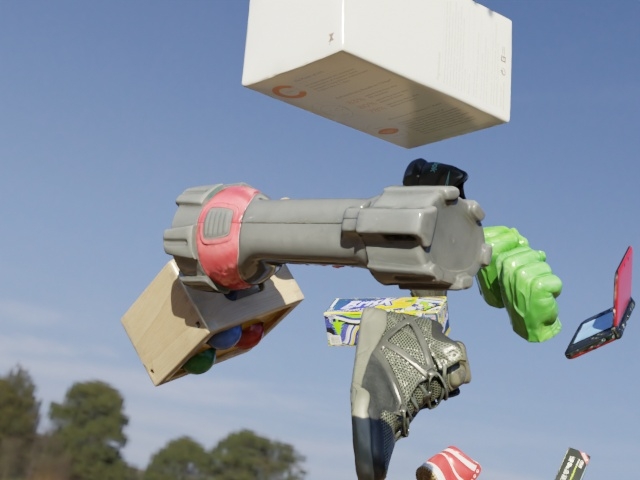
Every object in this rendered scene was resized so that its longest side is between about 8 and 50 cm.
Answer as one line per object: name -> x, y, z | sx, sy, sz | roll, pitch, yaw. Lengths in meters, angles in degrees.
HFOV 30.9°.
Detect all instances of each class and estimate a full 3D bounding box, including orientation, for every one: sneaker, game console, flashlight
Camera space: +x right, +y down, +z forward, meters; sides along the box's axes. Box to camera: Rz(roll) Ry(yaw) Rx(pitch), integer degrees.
sneaker -> 0.197, -0.002, 1.920 | 0.106, 0.267, 0.101 | 4, 22, 25
sneaker -> 0.146, 0.275, 1.226 | 0.042, 0.067, 0.118 | -7, -72, 46
sneaker -> 0.097, 0.167, 1.263 | 0.130, 0.227, 0.087 | 4, -49, 8
game console -> 0.387, 0.086, 1.605 | 0.124, 0.085, 0.144 | -29, 2, 28
flashlight -> 0.000, 0.000, 0.959 | 0.304, 0.103, 0.103 | 2, -58, 43

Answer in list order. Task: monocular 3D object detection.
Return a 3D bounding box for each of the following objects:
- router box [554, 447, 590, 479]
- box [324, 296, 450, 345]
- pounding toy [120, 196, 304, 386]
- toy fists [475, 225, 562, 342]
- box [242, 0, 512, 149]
router box -> 0.382, 0.399, 1.823 | 0.038, 0.092, 0.122 | 22, -43, 18
box -> 0.094, 0.115, 1.641 | 0.169, 0.054, 0.059 | -1, 19, 20
pounding toy -> -0.068, 0.048, 1.163 | 0.181, 0.094, 0.206 | -17, -19, -42
toy fists -> 0.339, 0.059, 2.025 | 0.096, 0.142, 0.279 | -22, 24, -5
box -> 0.089, -0.274, 1.698 | 0.345, 0.168, 0.215 | 16, -18, -40
